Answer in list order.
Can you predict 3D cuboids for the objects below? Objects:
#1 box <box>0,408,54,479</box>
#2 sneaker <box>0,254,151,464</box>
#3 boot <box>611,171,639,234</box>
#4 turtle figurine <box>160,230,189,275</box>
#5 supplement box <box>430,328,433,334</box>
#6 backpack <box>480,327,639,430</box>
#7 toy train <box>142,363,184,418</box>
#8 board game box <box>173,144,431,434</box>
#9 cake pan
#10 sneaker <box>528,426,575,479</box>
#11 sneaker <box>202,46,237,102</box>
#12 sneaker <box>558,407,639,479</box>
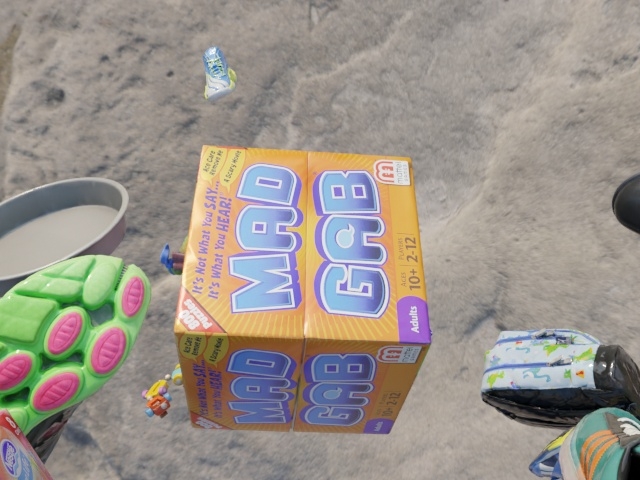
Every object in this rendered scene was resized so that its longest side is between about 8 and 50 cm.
[{"bbox_3d":[-0.402,0.306,0.596,0.300,0.154,0.142,-31,96,-12],"label":"box"},{"bbox_3d":[-0.420,0.215,0.905,0.185,0.202,0.482,39,85,-11],"label":"sneaker"},{"bbox_3d":[0.569,0.031,0.966,0.367,0.445,0.146,16,122,34],"label":"boot"},{"bbox_3d":[-0.239,0.022,1.661,0.266,0.275,0.197,-22,53,22],"label":"turtle figurine"},{"bbox_3d":[0.133,0.223,1.554,0.220,0.114,0.111,0,129,-25],"label":"supplement box"},{"bbox_3d":[0.561,0.336,1.562,0.356,0.290,0.273,-23,48,31],"label":"backpack"},{"bbox_3d":[-0.307,0.318,1.382,0.125,0.166,0.046,-4,118,50],"label":"toy train"},{"bbox_3d":[-0.035,0.095,1.129,0.356,0.356,0.356,3,53,-3],"label":"board game box"},{"bbox_3d":[-0.447,-0.007,1.064,0.293,0.293,0.054,-7,124,10],"label":"cake pan"},{"bbox_3d":[0.329,0.303,0.889,0.053,0.144,0.059,-38,69,-21],"label":"sneaker"},{"bbox_3d":[-0.304,-0.478,1.872,0.091,0.240,0.126,-24,114,7],"label":"sneaker"},{"bbox_3d":[0.284,0.217,0.573,0.108,0.302,0.121,38,115,11],"label":"sneaker"}]
